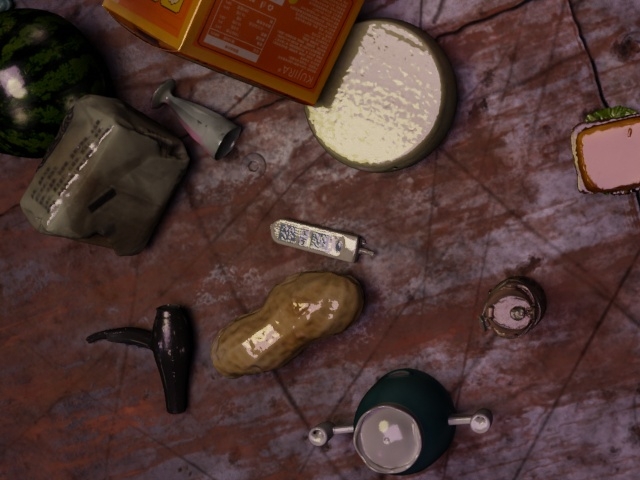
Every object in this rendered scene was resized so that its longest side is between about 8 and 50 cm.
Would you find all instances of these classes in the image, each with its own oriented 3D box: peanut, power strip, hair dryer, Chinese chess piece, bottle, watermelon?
[{"bbox_3d":[-0.061,0.140,1.895,0.290,0.130,0.130,-34,84,15],"label":"peanut"},{"bbox_3d":[0.000,0.000,1.915,0.191,0.030,0.047,14,99,16],"label":"power strip"},{"bbox_3d":[-0.327,0.202,2.024,0.219,0.075,0.195,6,105,27],"label":"hair dryer"},{"bbox_3d":[0.096,-0.234,1.832,0.250,0.101,0.250,1,94,17],"label":"Chinese chess piece"},{"bbox_3d":[0.299,0.106,1.769,0.099,0.152,0.098,2,96,17],"label":"bottle"},{"bbox_3d":[-0.500,-0.267,1.939,0.269,0.269,0.268,1,94,17],"label":"watermelon"}]

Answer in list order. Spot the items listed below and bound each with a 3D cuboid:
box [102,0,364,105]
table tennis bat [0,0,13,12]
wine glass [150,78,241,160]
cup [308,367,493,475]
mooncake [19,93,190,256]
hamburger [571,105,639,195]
[{"bbox_3d":[-0.136,-0.368,1.754,0.259,0.284,0.213,34,102,46],"label":"box"},{"bbox_3d":[-0.649,-0.496,2.075,0.149,0.038,0.237,-46,78,14],"label":"table tennis bat"},{"bbox_3d":[-0.216,-0.208,1.947,0.155,0.073,0.073,36,103,14],"label":"wine glass"},{"bbox_3d":[0.126,0.301,1.825,0.300,0.173,0.167,-8,90,18],"label":"cup"},{"bbox_3d":[-0.355,-0.108,1.907,0.136,0.250,0.254,40,100,30],"label":"mooncake"},{"bbox_3d":[0.470,-0.139,1.733,0.166,0.087,0.137,-7,91,16],"label":"hamburger"}]
